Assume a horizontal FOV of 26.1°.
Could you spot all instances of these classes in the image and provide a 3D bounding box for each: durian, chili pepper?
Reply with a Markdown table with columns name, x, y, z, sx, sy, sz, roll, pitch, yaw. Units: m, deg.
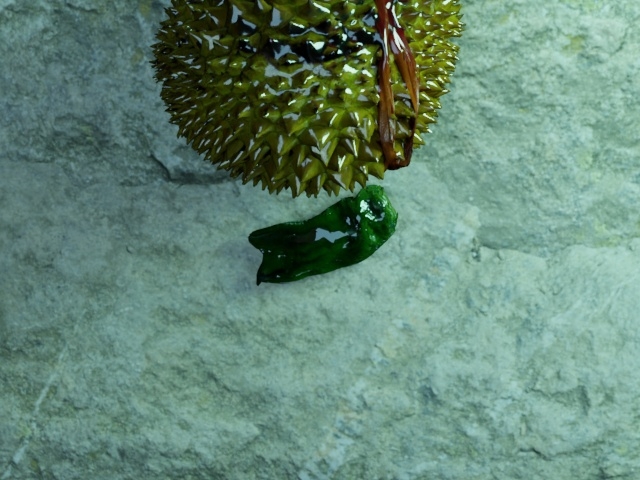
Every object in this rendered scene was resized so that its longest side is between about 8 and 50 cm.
| name | x | y | z | sx | sy | sz | roll | pitch | yaw |
| --- | --- | --- | --- | --- | --- | --- | --- | --- | --- |
| durian | -0.011 | -0.222 | 1.677 | 0.384 | 0.347 | 0.347 | -29 | 95 | 15 |
| chili pepper | 0.000 | 0.001 | 1.869 | 0.224 | 0.061 | 0.098 | -24 | 103 | 16 |
